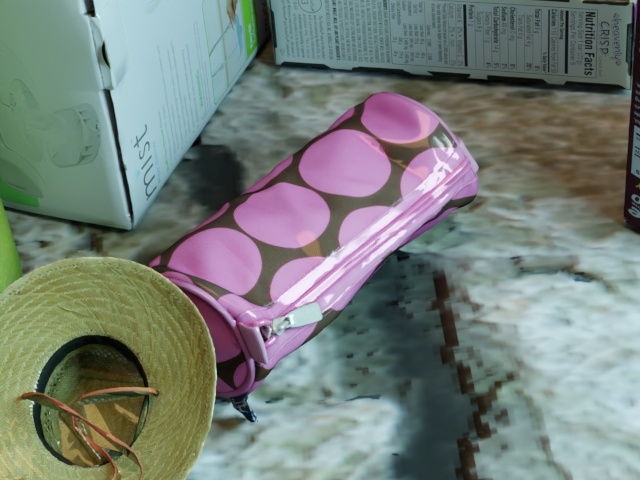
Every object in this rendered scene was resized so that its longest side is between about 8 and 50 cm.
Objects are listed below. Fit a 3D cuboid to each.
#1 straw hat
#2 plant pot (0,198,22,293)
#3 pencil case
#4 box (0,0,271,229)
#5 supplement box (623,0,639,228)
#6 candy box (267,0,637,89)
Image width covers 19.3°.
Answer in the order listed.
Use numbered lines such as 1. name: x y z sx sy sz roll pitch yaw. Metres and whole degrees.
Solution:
1. straw hat: -0.114 0.086 0.954 0.144 0.061 0.144 -3 69 7
2. plant pot: -0.309 -0.086 0.967 0.275 0.293 0.275 -2 32 1
3. pencil case: 0.000 0.000 1.019 0.209 0.095 0.098 -43 20 -33
4. box: -0.130 -0.180 1.108 0.127 0.262 0.231 12 45 20
5. supplement box: 0.233 -0.116 1.007 0.130 0.239 0.073 -36 51 -29
6. candy box: 0.096 -0.178 1.222 0.233 0.071 0.159 5 42 12
